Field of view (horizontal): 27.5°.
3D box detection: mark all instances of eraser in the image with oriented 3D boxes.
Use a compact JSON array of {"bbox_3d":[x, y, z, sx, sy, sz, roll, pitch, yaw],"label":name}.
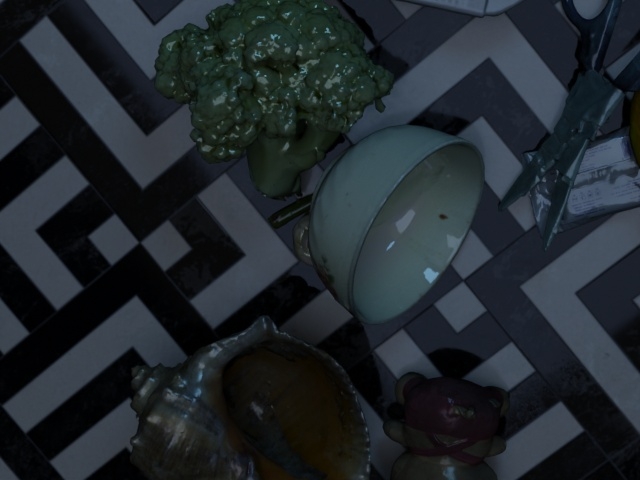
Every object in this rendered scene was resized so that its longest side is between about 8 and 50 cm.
[{"bbox_3d":[0.111,-0.350,1.746,0.352,0.089,0.061,13,105,4],"label":"eraser"}]

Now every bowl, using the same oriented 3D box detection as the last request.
[{"bbox_3d":[0.081,-0.039,1.733,0.145,0.277,0.277,35,104,29],"label":"bowl"}]

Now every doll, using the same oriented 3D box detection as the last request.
[{"bbox_3d":[0.169,0.318,1.828,0.196,0.152,0.255,4,85,39],"label":"doll"}]

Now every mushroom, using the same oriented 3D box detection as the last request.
[{"bbox_3d":[0.000,0.000,1.834,0.084,0.067,0.083,0,112,-1],"label":"mushroom"}]

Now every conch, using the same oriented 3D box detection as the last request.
[{"bbox_3d":[-0.096,0.244,1.833,0.352,0.210,0.297,30,103,-20],"label":"conch"}]

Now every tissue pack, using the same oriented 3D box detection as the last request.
[{"bbox_3d":[0.379,-0.085,1.789,0.193,0.026,0.122,-15,97,10],"label":"tissue pack"}]

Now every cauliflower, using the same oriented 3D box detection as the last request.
[{"bbox_3d":[-0.064,-0.187,1.713,0.327,0.260,0.281,6,97,28],"label":"cauliflower"}]

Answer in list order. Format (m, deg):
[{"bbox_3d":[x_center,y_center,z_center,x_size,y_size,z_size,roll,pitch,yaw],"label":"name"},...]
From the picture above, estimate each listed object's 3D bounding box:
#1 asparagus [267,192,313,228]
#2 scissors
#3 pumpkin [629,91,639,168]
[{"bbox_3d":[0.037,-0.080,1.837,0.248,0.024,0.025,-27,100,10],"label":"asparagus"},{"bbox_3d":[0.356,-0.170,1.726,0.256,0.029,0.383,37,109,34],"label":"scissors"},{"bbox_3d":[0.516,-0.178,1.725,0.148,0.169,0.312,21,104,48],"label":"pumpkin"}]
